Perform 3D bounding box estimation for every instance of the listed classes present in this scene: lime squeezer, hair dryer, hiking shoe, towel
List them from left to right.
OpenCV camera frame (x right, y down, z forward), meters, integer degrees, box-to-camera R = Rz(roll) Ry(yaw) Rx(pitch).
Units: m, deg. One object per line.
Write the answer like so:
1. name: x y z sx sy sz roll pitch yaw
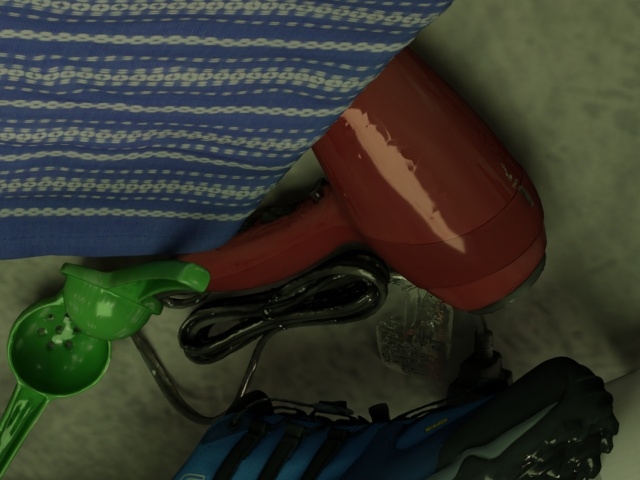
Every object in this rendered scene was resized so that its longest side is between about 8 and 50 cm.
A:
1. towel: -0.108 -0.043 0.764 0.243 0.040 0.336 -1 165 -18
2. lime squeezer: -0.131 0.056 0.995 0.059 0.110 0.310 39 133 -6
3. hair dryer: 0.000 0.000 0.954 0.223 0.080 0.294 8 126 8
4. hiking shoe: 0.000 0.121 0.957 0.304 0.132 0.113 -32 155 19

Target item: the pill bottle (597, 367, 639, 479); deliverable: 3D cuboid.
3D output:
1. pill bottle: 0.250 0.079 0.929 0.221 0.121 0.121 -24 117 26
